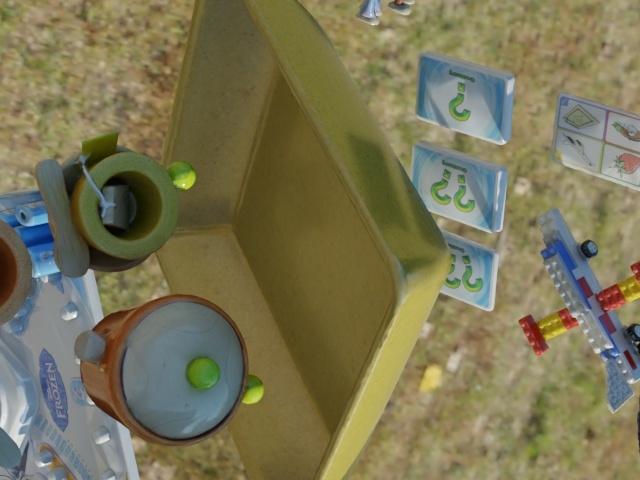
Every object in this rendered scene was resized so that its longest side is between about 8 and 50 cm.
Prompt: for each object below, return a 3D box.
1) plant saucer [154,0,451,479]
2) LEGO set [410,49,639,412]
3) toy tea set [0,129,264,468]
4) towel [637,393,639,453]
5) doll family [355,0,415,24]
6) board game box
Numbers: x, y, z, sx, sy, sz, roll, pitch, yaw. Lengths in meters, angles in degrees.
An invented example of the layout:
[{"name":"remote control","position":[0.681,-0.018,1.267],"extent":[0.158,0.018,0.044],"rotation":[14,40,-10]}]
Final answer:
[{"name":"plant saucer","position":[-0.018,0.005,1.017],"extent":[0.081,0.333,0.333],"rotation":[-9,143,-25]},{"name":"LEGO set","position":[0.147,-0.007,0.909],"extent":[0.060,0.244,0.182],"rotation":[-25,127,-43]},{"name":"toy tea set","position":[-0.188,0.066,0.826],"extent":[0.336,0.124,0.200],"rotation":[-24,102,-30]},{"name":"towel","position":[0.238,0.185,0.709],"extent":[0.227,0.076,0.308],"rotation":[26,57,-23]},{"name":"doll family","position":[0.071,-0.284,1.308],"extent":[0.076,0.193,0.111],"rotation":[11,126,-11]},{"name":"board game box","position":[-0.340,0.154,1.374],"extent":[0.050,0.390,0.390],"rotation":[-20,102,-46]}]
